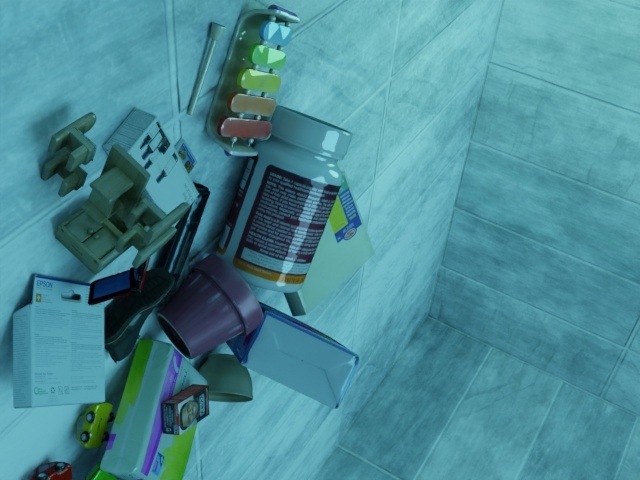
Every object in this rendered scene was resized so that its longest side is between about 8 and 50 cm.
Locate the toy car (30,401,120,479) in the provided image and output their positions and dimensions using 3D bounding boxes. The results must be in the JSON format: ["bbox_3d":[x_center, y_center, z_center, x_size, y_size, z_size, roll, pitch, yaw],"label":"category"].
[{"bbox_3d":[-0.492,0.475,1.677,0.239,0.053,0.225,-54,141,-27],"label":"toy car"}]

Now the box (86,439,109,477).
[{"bbox_3d":[-0.457,0.514,1.816,0.101,0.087,0.102,-66,161,-1],"label":"box"}]

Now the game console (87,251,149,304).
[{"bbox_3d":[-0.360,0.047,1.433,0.144,0.085,0.124,-136,-120,-70],"label":"game console"}]

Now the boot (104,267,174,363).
[{"bbox_3d":[-0.378,0.155,1.643,0.198,0.077,0.137,-41,156,-22],"label":"boot"}]

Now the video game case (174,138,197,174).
[{"bbox_3d":[-0.294,-0.133,1.589,0.122,0.011,0.087,-58,158,-17],"label":"video game case"}]

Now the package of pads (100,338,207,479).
[{"bbox_3d":[-0.356,0.398,1.759,0.229,0.101,0.297,65,32,-55],"label":"package of pads"}]

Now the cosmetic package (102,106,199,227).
[{"bbox_3d":[-0.307,-0.126,1.473,0.099,0.060,0.239,-55,154,-21],"label":"cosmetic package"}]

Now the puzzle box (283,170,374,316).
[{"bbox_3d":[0.000,0.000,2.210,0.409,0.052,0.272,-37,111,-51],"label":"puzzle box"}]

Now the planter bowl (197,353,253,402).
[{"bbox_3d":[-0.252,0.356,2.078,0.162,0.162,0.109,59,33,-66],"label":"planter bowl"}]

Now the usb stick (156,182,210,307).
[{"bbox_3d":[-0.301,0.009,1.688,0.278,0.045,0.077,-69,167,9],"label":"usb stick"}]

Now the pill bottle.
[{"bbox_3d":[-0.081,-0.097,1.851,0.224,0.224,0.392,-6,119,-67],"label":"pill bottle"}]

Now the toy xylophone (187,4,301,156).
[{"bbox_3d":[-0.155,-0.324,1.614,0.236,0.081,0.323,-24,135,-60],"label":"toy xylophone"}]

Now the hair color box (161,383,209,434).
[{"bbox_3d":[-0.291,0.365,1.728,0.141,0.043,0.072,-21,110,-70],"label":"hair color box"}]

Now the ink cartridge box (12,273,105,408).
[{"bbox_3d":[-0.463,0.183,1.428,0.223,0.045,0.224,28,58,-70],"label":"ink cartridge box"}]

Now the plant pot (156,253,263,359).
[{"bbox_3d":[-0.258,0.161,1.786,0.180,0.201,0.201,-38,150,-22],"label":"plant pot"}]

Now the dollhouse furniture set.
[{"bbox_3d":[-0.324,-0.075,1.311,0.161,0.212,0.242,-46,178,-40],"label":"dollhouse furniture set"}]

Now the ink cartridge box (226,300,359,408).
[{"bbox_3d":[-0.089,0.275,2.060,0.151,0.270,0.395,-63,-167,-6],"label":"ink cartridge box"}]
